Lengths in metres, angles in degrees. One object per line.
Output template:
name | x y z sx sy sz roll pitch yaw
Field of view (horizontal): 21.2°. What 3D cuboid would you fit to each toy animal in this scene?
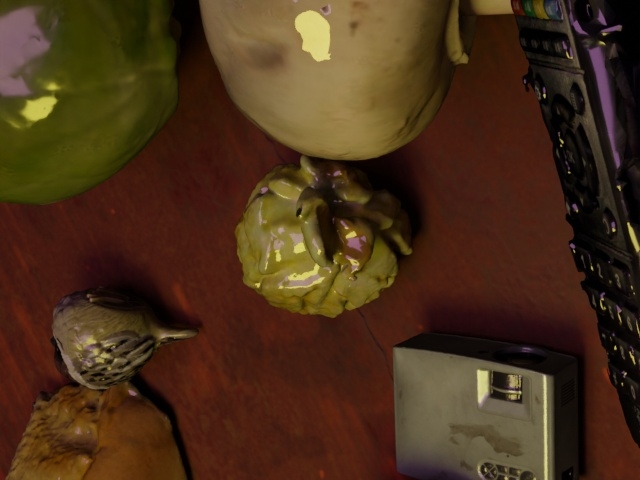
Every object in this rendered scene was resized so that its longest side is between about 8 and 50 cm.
toy animal | -0.184 0.097 1.578 0.137 0.098 0.098 17 115 9

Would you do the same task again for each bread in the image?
bread | -0.222 0.262 1.622 0.174 0.133 0.251 -5 101 39

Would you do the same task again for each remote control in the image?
remote control | 0.185 -0.030 1.028 0.144 0.062 0.398 -137 30 -76

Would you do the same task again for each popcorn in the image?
popcorn | 0.000 0.000 1.382 0.141 0.162 0.135 41 95 -24

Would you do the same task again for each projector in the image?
projector | 0.133 0.139 1.367 0.147 0.061 0.115 8 109 35

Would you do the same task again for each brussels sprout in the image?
brussels sprout | -0.249 -0.197 1.441 0.344 0.268 0.344 -3 83 25

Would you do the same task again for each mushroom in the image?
mushroom | 0.047 -0.236 1.177 0.356 0.315 0.315 -45 75 20
